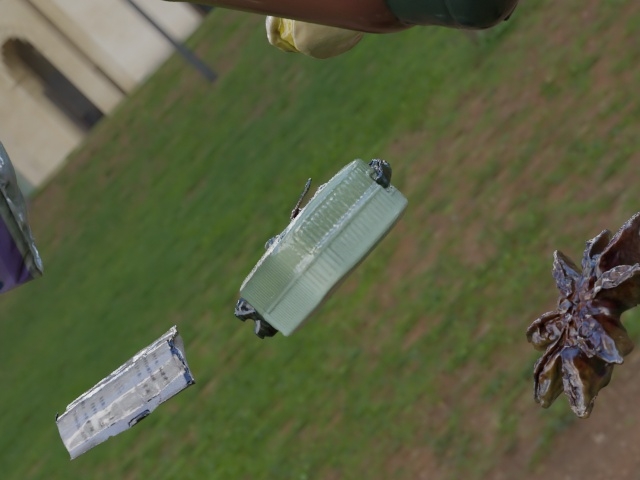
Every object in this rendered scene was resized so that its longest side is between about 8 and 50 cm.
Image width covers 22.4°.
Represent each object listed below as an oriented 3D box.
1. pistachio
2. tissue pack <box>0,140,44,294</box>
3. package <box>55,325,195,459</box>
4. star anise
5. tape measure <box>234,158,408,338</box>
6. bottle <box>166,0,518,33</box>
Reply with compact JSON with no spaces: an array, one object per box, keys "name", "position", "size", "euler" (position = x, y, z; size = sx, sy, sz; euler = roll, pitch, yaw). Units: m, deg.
[{"name":"pistachio","position":[0.008,-0.317,2.133],"size":[0.200,0.145,0.117],"euler":[-27,37,-35]},{"name":"tissue pack","position":[-0.458,-0.024,1.528],"size":[0.338,0.160,0.242],"euler":[-21,-38,-5]},{"name":"package","position":[-0.279,0.206,2.303],"size":[0.204,0.062,0.251],"euler":[-34,17,-1]},{"name":"star anise","position":[0.330,0.084,1.987],"size":[0.288,0.088,0.288],"euler":[-59,14,25]},{"name":"tape measure","position":[0.000,0.000,1.953],"size":[0.207,0.115,0.235],"euler":[-50,0,-25]},{"name":"bottle","position":[0.004,-0.237,1.250],"size":[0.144,0.336,0.144],"euler":[-31,-52,-51]}]
